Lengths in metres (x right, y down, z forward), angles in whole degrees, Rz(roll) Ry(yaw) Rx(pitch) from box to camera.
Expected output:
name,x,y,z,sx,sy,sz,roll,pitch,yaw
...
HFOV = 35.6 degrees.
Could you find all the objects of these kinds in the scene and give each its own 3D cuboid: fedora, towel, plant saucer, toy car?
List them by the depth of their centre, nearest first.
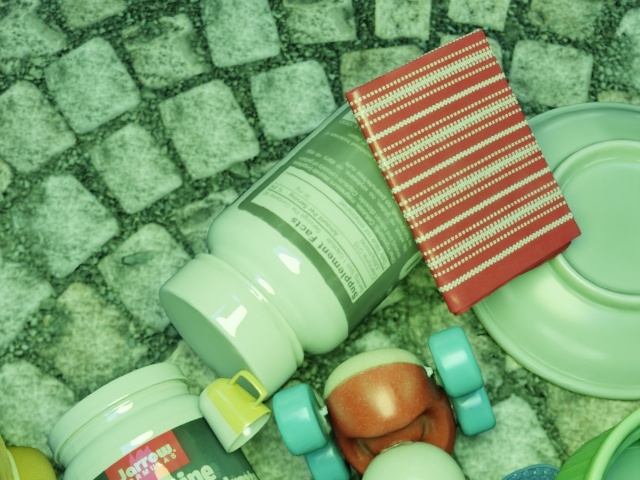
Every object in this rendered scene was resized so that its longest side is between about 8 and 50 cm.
name,x,y,z,sx,sy,sz,roll,pitch,yaw
toy car,0.094,0.252,1.055,0.219,0.210,0.238,-20,53,4
towel,0.163,-0.077,1.109,0.198,0.031,0.275,-29,95,-24
fedora,-0.346,0.294,1.125,0.079,0.194,0.194,-1,65,-35
plant saucer,0.369,-0.009,1.226,0.400,0.100,0.401,0,70,1

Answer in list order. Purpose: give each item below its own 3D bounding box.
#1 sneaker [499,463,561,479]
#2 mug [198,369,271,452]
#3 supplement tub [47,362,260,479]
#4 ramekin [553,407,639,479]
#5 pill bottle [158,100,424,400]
name,x,y,z,sx,sy,sz,roll,pitch,yaw
sneaker,0.188,0.333,1.121,0.232,0.090,0.081,-25,68,-30
mug,-0.090,0.174,1.053,0.078,0.062,0.064,-45,74,0
supplement tub,-0.159,0.291,1.082,0.191,0.191,0.272,-32,72,-10
ramekin,0.382,0.321,1.045,0.303,0.148,0.304,5,69,-12
pill bottle,0.000,0.000,1.155,0.204,0.204,0.361,41,68,15
